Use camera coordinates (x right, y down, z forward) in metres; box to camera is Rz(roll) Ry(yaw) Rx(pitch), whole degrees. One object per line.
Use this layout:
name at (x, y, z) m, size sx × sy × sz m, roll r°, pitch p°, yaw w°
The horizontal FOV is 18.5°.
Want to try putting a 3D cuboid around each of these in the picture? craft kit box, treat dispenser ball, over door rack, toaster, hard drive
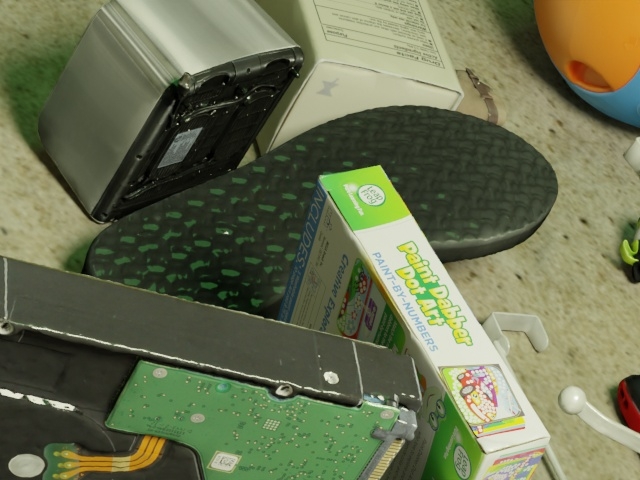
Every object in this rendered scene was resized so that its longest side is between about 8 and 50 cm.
craft kit box at (0.046, 0.121, 1.354) m, size 0.061 × 0.250 × 0.246 m, roll -10°, pitch 52°, yaw -23°
treat dispenser ball at (0.358, -0.253, 1.980) m, size 0.288 × 0.288 × 0.288 m, roll 19°, pitch 38°, yaw -15°
over door rack at (0.218, 0.100, 1.514) m, size 0.108 × 0.239 × 0.324 m, roll 17°, pitch 38°, yaw -26°
toaster at (-0.118, -0.119, 1.584) m, size 0.110 × 0.185 × 0.168 m, roll 49°, pitch 40°, yaw 16°
hard drive at (-0.135, 0.129, 1.234) m, size 0.339 × 0.237 × 0.064 m, roll 14°, pitch 39°, yaw -20°

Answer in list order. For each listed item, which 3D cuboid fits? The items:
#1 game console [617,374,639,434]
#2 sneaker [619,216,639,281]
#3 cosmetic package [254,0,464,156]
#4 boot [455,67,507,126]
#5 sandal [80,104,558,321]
game console at (0.468, 0.245, 1.663) m, size 0.387 × 0.060 × 0.342 m, roll 6°, pitch 43°, yaw -31°
sneaker at (0.384, 0.052, 1.839) m, size 0.235 × 0.084 × 0.097 m, roll 28°, pitch 60°, yaw -2°
cosmetic package at (0.007, -0.199, 1.810) m, size 0.153 × 0.129 × 0.296 m, roll 12°, pitch 39°, yaw -25°
boot at (0.139, -0.127, 1.890) m, size 0.087 × 0.042 × 0.118 m, roll 17°, pitch 39°, yaw -21°
sandal at (-0.002, -0.001, 1.612) m, size 0.446 × 0.107 × 0.167 m, roll -18°, pitch 58°, yaw -31°
